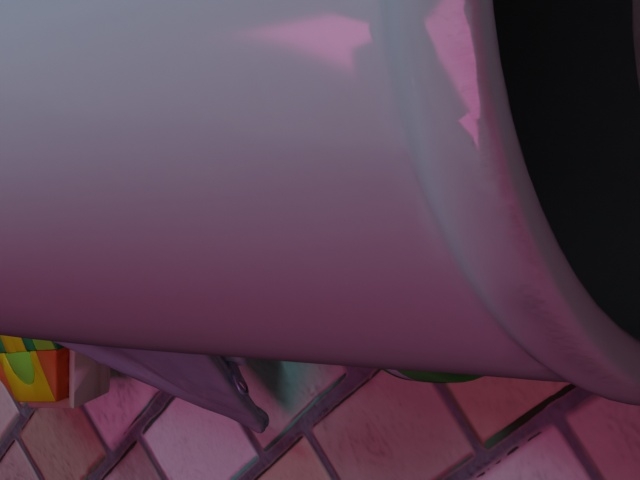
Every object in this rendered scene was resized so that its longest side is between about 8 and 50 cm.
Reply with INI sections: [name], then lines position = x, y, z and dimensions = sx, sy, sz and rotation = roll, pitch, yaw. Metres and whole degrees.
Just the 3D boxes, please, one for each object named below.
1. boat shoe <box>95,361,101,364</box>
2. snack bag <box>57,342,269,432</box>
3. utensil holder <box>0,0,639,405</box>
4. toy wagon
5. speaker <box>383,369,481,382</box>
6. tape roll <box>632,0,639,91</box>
[boat shoe]
position = -0.192, -0.007, 1.513
dimensions = 0.079, 0.081, 0.227
rotation = -5, 108, 58
[snack bag]
position = -0.190, 0.029, 1.325
dimensions = 0.323, 0.037, 0.342
rotation = 22, 165, 18
[utensil holder]
position = -0.004, -0.104, 0.797
dimensions = 0.385, 0.327, 0.327
rotation = 1, 114, 38
[toy wagon]
position = -0.286, -0.017, 1.662
dimensions = 0.267, 0.068, 0.344
rotation = -9, 105, 60
[speaker]
position = 0.000, 0.000, 1.177
dimensions = 0.296, 0.131, 0.131
rotation = 18, 127, 51
[tape roll]
position = 0.248, -0.077, 0.615
dimensions = 0.169, 0.246, 0.246
rotation = -3, 109, 58
